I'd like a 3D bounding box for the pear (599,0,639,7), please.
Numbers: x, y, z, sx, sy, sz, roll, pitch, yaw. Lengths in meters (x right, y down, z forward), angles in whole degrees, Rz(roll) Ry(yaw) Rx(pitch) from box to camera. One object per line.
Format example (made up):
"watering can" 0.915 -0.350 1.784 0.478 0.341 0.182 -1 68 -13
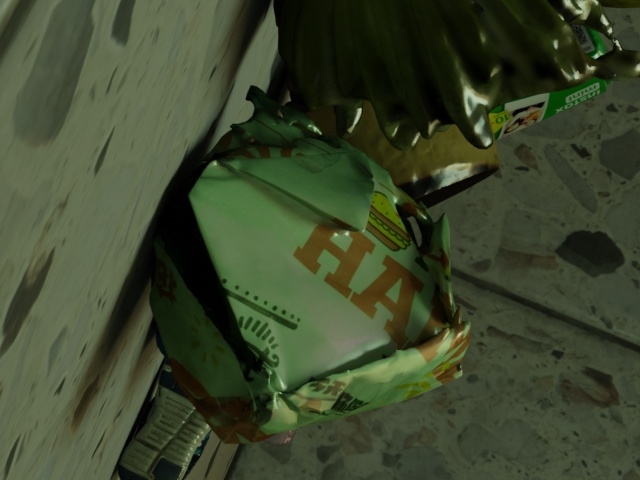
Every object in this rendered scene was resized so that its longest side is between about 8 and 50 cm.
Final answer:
"pear" 0.233 -0.355 1.530 0.413 0.352 0.352 -56 169 -63

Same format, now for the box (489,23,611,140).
"box" 0.185 -0.240 2.061 0.103 0.180 0.250 56 12 -71

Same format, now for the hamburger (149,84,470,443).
"hamburger" -0.016 0.012 1.271 0.214 0.235 0.125 -18 157 -39

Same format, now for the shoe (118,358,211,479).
"shoe" -0.114 0.147 1.586 0.071 0.064 0.143 96 20 -78

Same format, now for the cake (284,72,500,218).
"cake" 0.031 -0.099 1.583 0.207 0.178 0.185 -26 177 -20

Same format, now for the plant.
"plant" 0.057 -0.223 1.201 0.180 0.251 0.333 -49 136 -42

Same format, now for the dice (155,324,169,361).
"dice" -0.031 0.035 1.432 0.146 0.143 0.146 -62 174 -67

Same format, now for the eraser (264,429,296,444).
"eraser" 0.000 0.000 2.006 0.272 0.122 0.359 -55 168 -76
